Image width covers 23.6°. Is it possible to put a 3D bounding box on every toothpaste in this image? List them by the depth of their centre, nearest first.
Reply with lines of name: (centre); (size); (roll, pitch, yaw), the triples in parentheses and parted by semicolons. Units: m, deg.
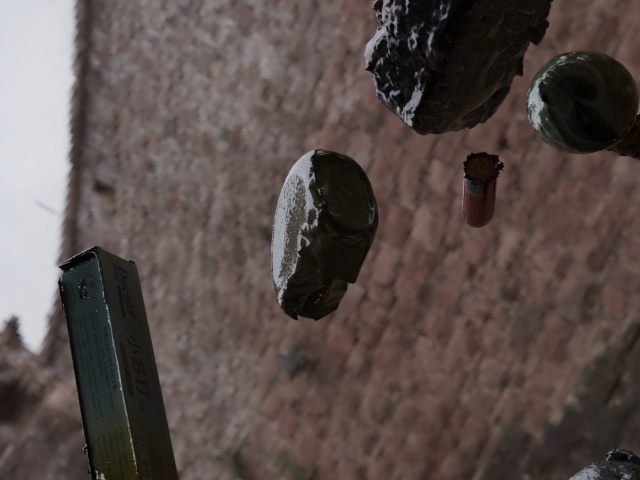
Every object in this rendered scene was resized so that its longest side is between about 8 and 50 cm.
toothpaste: (-0.235, 0.162, 1.765); (0.071, 0.312, 0.089); (-27, -29, 23)

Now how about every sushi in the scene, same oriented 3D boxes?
sushi: (0.177, -0.284, 1.967); (0.196, 0.182, 0.343); (-8, -42, -32)

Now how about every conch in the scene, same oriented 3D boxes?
conch: (0.280, -0.147, 1.658); (0.173, 0.116, 0.106); (-30, -4, -42)

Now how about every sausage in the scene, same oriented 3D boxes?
sausage: (0.194, -0.054, 1.858); (0.050, 0.048, 0.145); (-39, -24, -15)

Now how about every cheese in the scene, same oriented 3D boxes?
cheese: (0.000, 0.000, 1.762); (0.175, 0.091, 0.202); (-103, 24, -50)

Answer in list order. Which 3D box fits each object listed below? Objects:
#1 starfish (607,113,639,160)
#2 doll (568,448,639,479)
starfish: (0.466, -0.109, 1.963); (0.113, 0.312, 0.303); (5, 73, 58)
doll: (0.443, 0.384, 2.003); (0.246, 0.340, 0.158); (-39, -56, -23)
